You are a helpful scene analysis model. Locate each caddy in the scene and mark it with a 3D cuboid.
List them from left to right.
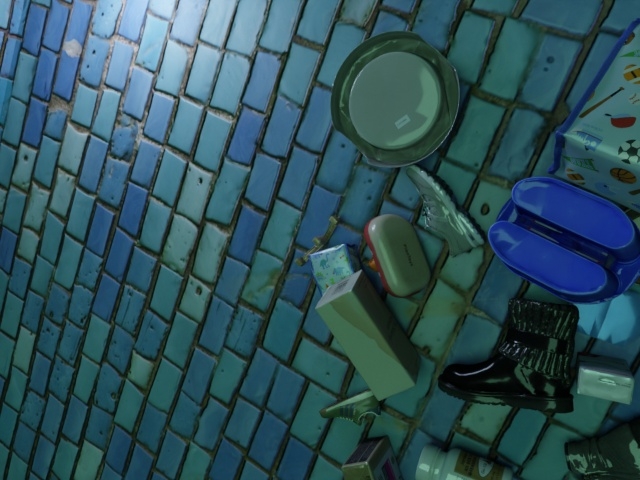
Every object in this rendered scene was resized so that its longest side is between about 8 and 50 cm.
[{"bbox_3d":[0.560,0.000,1.268,0.341,0.179,0.241,33,99,32],"label":"caddy"}]

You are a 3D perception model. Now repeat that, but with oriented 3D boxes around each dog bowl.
[{"bbox_3d":[0.203,-0.364,1.449,0.349,0.102,0.348,3,96,26],"label":"dog bowl"}]

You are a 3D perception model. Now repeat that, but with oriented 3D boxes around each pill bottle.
[{"bbox_3d":[0.375,0.622,1.437,0.229,0.131,0.131,14,100,24],"label":"pill bottle"}]

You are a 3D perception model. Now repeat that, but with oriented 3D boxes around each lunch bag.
[{"bbox_3d":[0.053,0.096,1.563,0.129,0.096,0.151,-20,76,25],"label":"lunch bag"},{"bbox_3d":[0.719,-0.256,1.137,0.328,0.239,0.385,30,81,22],"label":"lunch bag"}]

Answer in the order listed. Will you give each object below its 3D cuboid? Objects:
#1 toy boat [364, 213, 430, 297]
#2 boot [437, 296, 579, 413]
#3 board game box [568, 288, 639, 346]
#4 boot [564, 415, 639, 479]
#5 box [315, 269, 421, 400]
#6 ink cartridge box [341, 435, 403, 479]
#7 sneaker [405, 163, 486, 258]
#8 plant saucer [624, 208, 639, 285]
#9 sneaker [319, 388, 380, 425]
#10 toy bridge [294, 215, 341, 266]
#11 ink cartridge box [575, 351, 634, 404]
[{"bbox_3d":[0.187,0.046,1.489,0.151,0.151,0.231,-25,83,54],"label":"toy boat"},{"bbox_3d":[0.460,0.270,1.365,0.348,0.131,0.260,-2,87,35],"label":"boot"},{"bbox_3d":[0.683,0.170,1.309,0.169,0.033,0.133,19,97,18],"label":"board game box"},{"bbox_3d":[0.749,0.599,1.283,0.223,0.118,0.338,-38,68,26],"label":"boot"},{"bbox_3d":[0.133,0.253,1.468,0.121,0.148,0.311,-30,100,24],"label":"box"},{"bbox_3d":[0.161,0.688,1.509,0.088,0.193,0.234,-21,86,23],"label":"ink cartridge box"},{"bbox_3d":[0.301,-0.078,1.425,0.115,0.105,0.281,-40,78,23],"label":"sneaker"},{"bbox_3d":[0.764,0.010,1.253,0.199,0.036,0.198,3,96,25],"label":"plant saucer"},{"bbox_3d":[0.090,0.503,1.596,0.192,0.064,0.086,-29,77,21],"label":"sneaker"},{"bbox_3d":[0.000,0.000,1.596,0.026,0.063,0.188,45,109,15],"label":"toy bridge"},{"bbox_3d":[0.653,0.315,1.267,0.109,0.150,0.063,8,98,23],"label":"ink cartridge box"}]
